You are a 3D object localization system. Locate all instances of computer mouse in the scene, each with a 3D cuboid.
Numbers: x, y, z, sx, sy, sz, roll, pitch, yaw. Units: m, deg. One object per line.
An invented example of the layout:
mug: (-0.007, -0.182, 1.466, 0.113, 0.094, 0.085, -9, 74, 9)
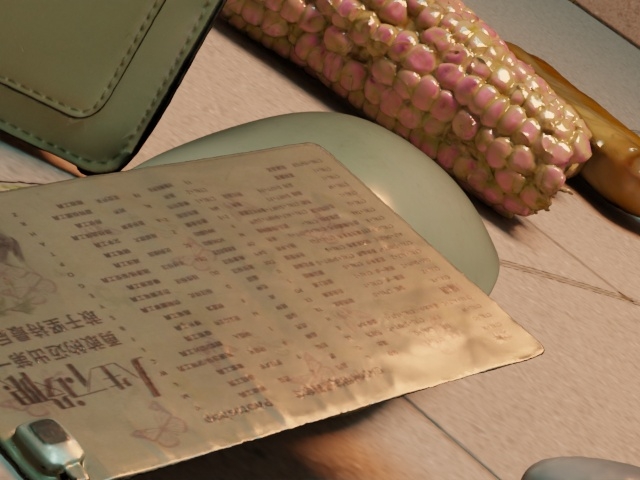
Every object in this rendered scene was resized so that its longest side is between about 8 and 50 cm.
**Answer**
computer mouse: (0.004, -0.005, 0.949, 0.159, 0.097, 0.288, 38, 15, 11)

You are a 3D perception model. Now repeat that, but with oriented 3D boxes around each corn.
corn: (0.057, -0.143, 1.446, 0.335, 0.126, 0.127, 37, 15, 15)

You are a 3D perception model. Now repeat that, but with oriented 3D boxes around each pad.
pad: (-0.045, 0.018, 0.779, 0.265, 0.009, 0.159, -12, 44, -44)

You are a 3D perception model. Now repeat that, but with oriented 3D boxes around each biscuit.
biscuit: (0.174, -0.117, 1.712, 0.237, 0.062, 0.290, 20, 20, -39)

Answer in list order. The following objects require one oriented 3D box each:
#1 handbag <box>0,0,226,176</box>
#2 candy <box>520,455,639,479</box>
handbag: (-0.203, -0.219, 0.935, 0.359, 0.236, 0.160, 26, 18, -25)
candy: (0.163, 0.157, 0.795, 0.138, 0.071, 0.174, 23, 17, -31)
